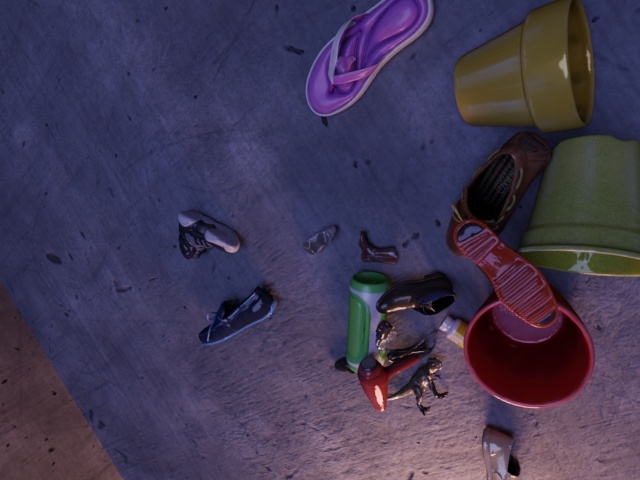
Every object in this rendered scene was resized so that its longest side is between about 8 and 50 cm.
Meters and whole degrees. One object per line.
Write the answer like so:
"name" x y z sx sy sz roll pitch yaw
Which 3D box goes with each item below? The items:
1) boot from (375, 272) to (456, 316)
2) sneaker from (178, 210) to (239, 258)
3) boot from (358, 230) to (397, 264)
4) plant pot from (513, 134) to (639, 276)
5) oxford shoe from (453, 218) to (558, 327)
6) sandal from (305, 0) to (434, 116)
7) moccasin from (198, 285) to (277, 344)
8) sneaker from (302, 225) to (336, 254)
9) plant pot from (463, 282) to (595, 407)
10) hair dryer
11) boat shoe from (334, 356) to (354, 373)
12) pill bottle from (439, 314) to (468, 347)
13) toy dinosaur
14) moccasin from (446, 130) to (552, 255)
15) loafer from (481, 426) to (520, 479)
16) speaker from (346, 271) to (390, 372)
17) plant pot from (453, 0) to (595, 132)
"boot" 0.263 0.163 1.196 0.219 0.106 0.082 -25 114 2
"sneaker" -0.401 0.010 1.535 0.268 0.101 0.153 29 117 22
"boot" 0.174 0.021 1.287 0.114 0.037 0.106 3 120 29
"plant pot" 0.570 -0.073 0.923 0.276 0.276 0.254 7 82 24
"oxford shoe" 0.397 0.062 0.927 0.097 0.098 0.271 -40 78 18
"sandal" 0.097 -0.496 1.130 0.416 0.102 0.169 -39 86 30
"moccasin" -0.309 0.258 1.554 0.342 0.138 0.117 -31 104 17
"sneaker" 0.000 0.000 1.361 0.054 0.061 0.152 54 139 -6
"plant pot" 0.506 0.221 1.067 0.274 0.243 0.275 8 108 25
"hair dryer" 0.216 0.381 1.270 0.223 0.080 0.294 18 107 -21
"boat shoe" 0.100 0.415 1.443 0.133 0.042 0.049 -12 102 30
"pill bottle" 0.399 0.263 1.235 0.116 0.065 0.065 34 117 13
"toy dinosaur" 0.314 0.461 1.343 0.118 0.064 0.268 46 122 14
"moccasin" 0.388 -0.081 1.028 0.139 0.147 0.380 55 153 19
"loafer" 0.538 0.684 1.274 0.092 0.102 0.269 -8 101 34
"speaker" 0.143 0.251 1.322 0.131 0.131 0.297 9 109 24
"plant pot" 0.433 -0.352 0.941 0.239 0.254 0.254 -1 105 41
